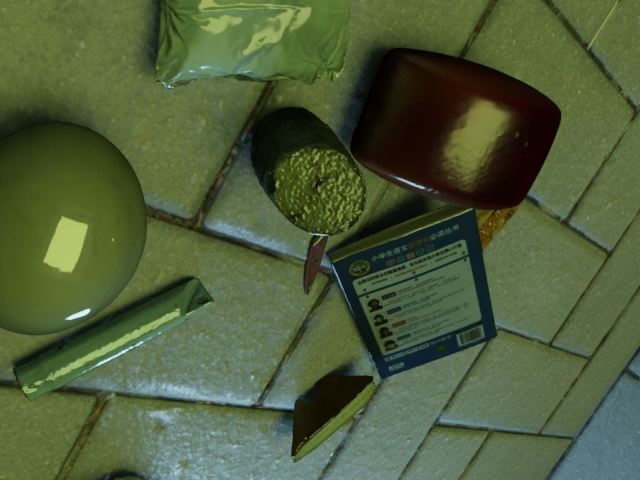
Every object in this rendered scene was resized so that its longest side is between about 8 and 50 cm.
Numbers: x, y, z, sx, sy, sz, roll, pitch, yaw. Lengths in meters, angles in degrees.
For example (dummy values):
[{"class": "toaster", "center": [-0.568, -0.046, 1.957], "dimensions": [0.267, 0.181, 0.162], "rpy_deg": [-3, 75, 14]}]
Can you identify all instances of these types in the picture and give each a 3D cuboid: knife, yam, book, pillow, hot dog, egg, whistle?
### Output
[{"class": "knife", "center": [0.000, 0.000, 1.134], "dimensions": [0.035, 0.018, 0.247], "rpy_deg": [-4, 120, -38]}, {"class": "yam", "center": [-0.027, -0.113, 0.913], "dimensions": [0.154, 0.254, 0.153], "rpy_deg": [-5, 116, -10]}, {"class": "book", "center": [0.212, 0.124, 1.288], "dimensions": [0.300, 0.039, 0.427], "rpy_deg": [-20, 132, 2]}, {"class": "pillow", "center": [-0.079, -0.344, 0.773], "dimensions": [0.284, 0.138, 0.309], "rpy_deg": [-15, 128, -29]}, {"class": "hot dog", "center": [0.350, -0.054, 1.309], "dimensions": [0.269, 0.072, 0.109], "rpy_deg": [-45, 126, -16]}, {"class": "egg", "center": [-0.327, -0.012, 0.742], "dimensions": [0.219, 0.219, 0.269], "rpy_deg": [3, 120, -38]}, {"class": "whistle", "center": [-0.319, 0.151, 0.959], "dimensions": [0.312, 0.062, 0.062], "rpy_deg": [-27, 130, -21]}]

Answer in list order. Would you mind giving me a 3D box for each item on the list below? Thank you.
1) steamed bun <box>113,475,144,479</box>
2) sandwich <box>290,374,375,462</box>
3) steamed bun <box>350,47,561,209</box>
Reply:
[{"class": "steamed bun", "center": [-0.400, 0.618, 1.070], "dimensions": [0.394, 0.237, 0.346], "rpy_deg": [23, 102, -44]}, {"class": "sandwich", "center": [0.010, 0.374, 1.334], "dimensions": [0.244, 0.088, 0.090], "rpy_deg": [-39, 142, -16]}, {"class": "steamed bun", "center": [0.253, -0.182, 1.050], "dimensions": [0.380, 0.248, 0.234], "rpy_deg": [4, 115, -40]}]
